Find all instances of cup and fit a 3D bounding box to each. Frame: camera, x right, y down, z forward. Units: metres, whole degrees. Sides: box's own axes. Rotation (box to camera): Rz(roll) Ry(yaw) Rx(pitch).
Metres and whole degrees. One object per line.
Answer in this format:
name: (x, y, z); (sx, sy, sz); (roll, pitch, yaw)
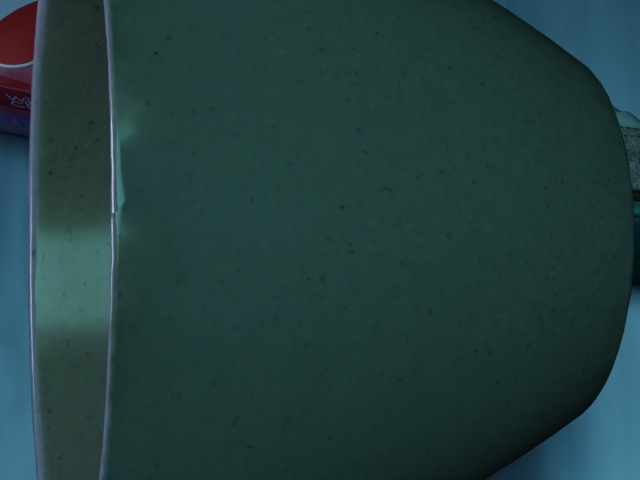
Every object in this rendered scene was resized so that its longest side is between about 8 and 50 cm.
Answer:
cup: (0.000, 0.000, 0.844); (0.237, 0.331, 0.331); (1, 73, -14)

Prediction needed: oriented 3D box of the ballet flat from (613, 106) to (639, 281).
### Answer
ballet flat: (0.092, -0.040, 1.013); (0.316, 0.107, 0.106); (1, 67, 5)

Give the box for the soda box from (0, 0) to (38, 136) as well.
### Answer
soda box: (-0.199, -0.116, 1.067); (0.263, 0.092, 0.083); (13, 75, 10)
